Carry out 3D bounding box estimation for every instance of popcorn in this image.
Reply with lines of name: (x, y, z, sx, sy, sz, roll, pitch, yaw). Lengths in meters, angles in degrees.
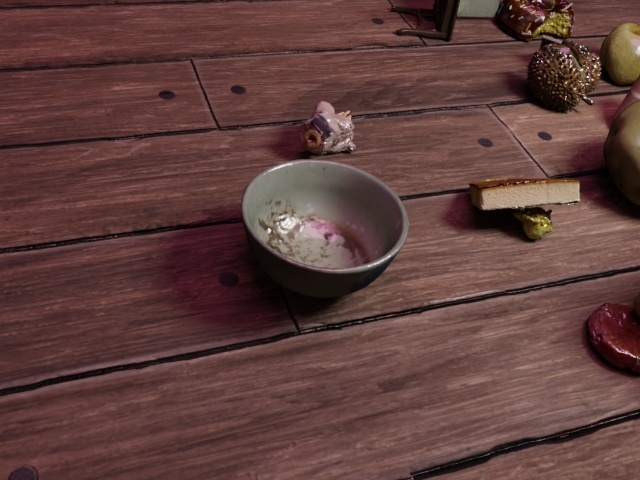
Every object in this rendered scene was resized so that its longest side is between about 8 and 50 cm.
popcorn: (0.426, -0.039, 1.420, 0.083, 0.059, 0.068, 26, 73, -18)

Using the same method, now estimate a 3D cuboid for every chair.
chair: (0.370, -0.665, 1.986, 0.318, 0.160, 0.186, 3, 41, -5)

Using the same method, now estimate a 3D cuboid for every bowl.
bowl: (0.000, 0.000, 1.240, 0.289, 0.146, 0.289, 5, 42, -5)

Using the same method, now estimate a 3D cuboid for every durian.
durian: (0.621, -0.411, 1.796, 0.195, 0.167, 0.196, 0, 69, 1)

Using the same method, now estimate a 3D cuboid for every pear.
pear: (0.841, -0.505, 1.933, 0.167, 0.137, 0.167, 8, 41, -7)

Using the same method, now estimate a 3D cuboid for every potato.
potato: (0.762, -0.205, 1.549, 0.326, 0.221, 0.243, -34, 50, -22)

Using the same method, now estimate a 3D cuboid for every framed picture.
framed picture: (0.645, -0.510, 1.919, 0.109, 0.011, 0.149, 23, 3, 13)

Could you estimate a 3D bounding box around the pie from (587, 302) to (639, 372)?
pie: (0.542, 0.168, 1.254, 0.153, 0.038, 0.154, 7, 43, -7)

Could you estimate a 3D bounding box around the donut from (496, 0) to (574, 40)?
donut: (0.634, -0.672, 2.088, 0.230, 0.096, 0.216, -2, 46, -12)

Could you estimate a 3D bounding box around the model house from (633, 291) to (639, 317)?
model house: (0.799, 0.078, 1.192, 0.382, 0.335, 0.343, -23, 52, -29)

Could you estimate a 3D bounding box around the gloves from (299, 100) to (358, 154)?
gloves: (0.011, -0.231, 1.515, 0.144, 0.094, 0.110, -10, 54, -47)

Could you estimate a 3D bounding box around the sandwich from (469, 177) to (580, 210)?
sandwich: (0.405, -0.099, 1.442, 0.192, 0.058, 0.162, -4, 9, 3)

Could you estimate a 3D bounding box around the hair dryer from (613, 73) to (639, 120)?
hair dryer: (0.884, -0.375, 1.801, 0.344, 0.189, 0.106, -16, 49, -45)
